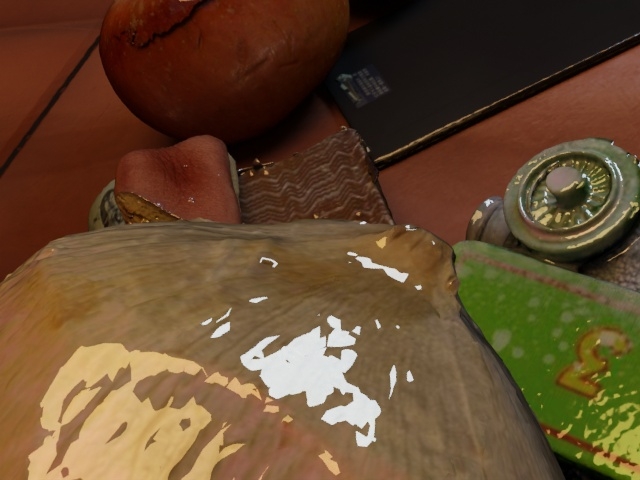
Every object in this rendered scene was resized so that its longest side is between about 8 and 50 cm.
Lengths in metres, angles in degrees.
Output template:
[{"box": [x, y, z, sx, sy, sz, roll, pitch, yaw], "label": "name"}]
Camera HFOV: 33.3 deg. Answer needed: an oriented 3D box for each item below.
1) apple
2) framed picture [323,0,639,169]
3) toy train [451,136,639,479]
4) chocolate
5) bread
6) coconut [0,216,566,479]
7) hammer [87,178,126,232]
[{"box": [-0.103, -0.229, 1.176, 0.272, 0.206, 0.251, -48, 27, -21], "label": "apple"}, {"box": [0.171, -0.220, 1.172, 0.339, 0.014, 0.255, -26, 40, 0], "label": "framed picture"}, {"box": [0.216, 0.076, 0.733, 0.307, 0.173, 0.249, 20, 68, 40], "label": "toy train"}, {"box": [0.000, 0.000, 0.971, 0.148, 0.093, 0.214, -22, 40, 8], "label": "chocolate"}, {"box": [-0.122, -0.029, 0.932, 0.119, 0.067, 0.192, 10, 34, -14], "label": "bread"}, {"box": [-0.037, 0.155, 0.572, 0.405, 0.404, 0.404, -15, 42, 14], "label": "coconut"}, {"box": [-0.235, 0.071, 1.018, 0.305, 0.113, 0.202, -34, 38, 0], "label": "hammer"}]
